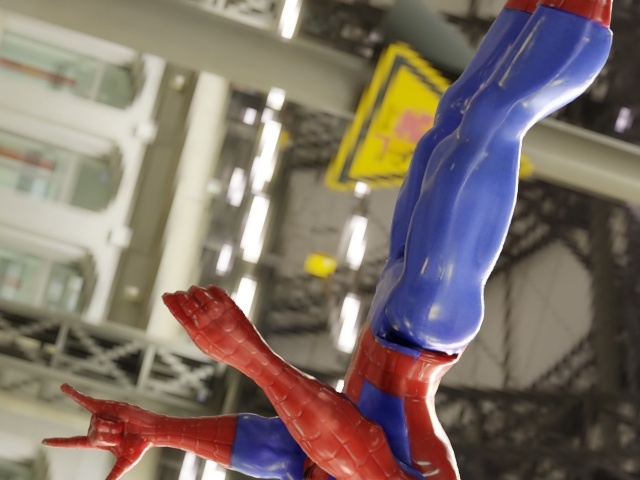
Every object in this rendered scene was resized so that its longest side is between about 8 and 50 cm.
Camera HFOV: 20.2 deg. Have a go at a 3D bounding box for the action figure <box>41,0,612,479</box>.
[{"bbox_3d":[0.000,0.000,0.543,0.091,0.139,0.280,-135,-123,-82],"label":"action figure"}]
